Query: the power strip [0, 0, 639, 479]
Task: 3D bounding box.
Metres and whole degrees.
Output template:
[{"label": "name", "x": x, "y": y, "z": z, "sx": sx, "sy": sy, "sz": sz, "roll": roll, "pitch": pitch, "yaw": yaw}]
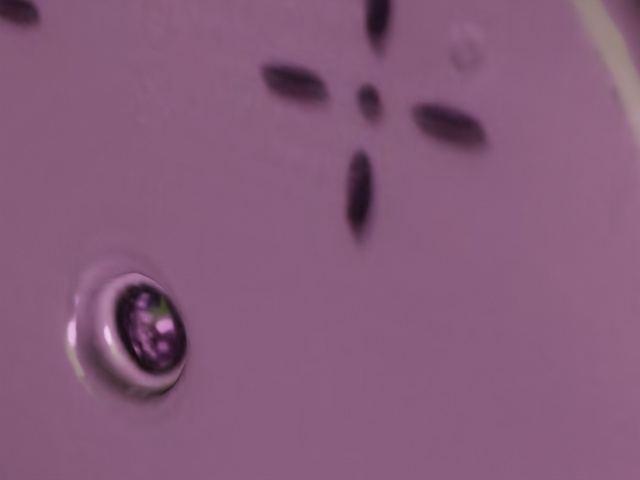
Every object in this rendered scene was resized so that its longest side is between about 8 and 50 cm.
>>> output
[{"label": "power strip", "x": 0.000, "y": 0.000, "z": 0.482, "sx": 0.357, "sy": 0.161, "sz": 0.357, "roll": 10, "pitch": 107, "yaw": 36}]
